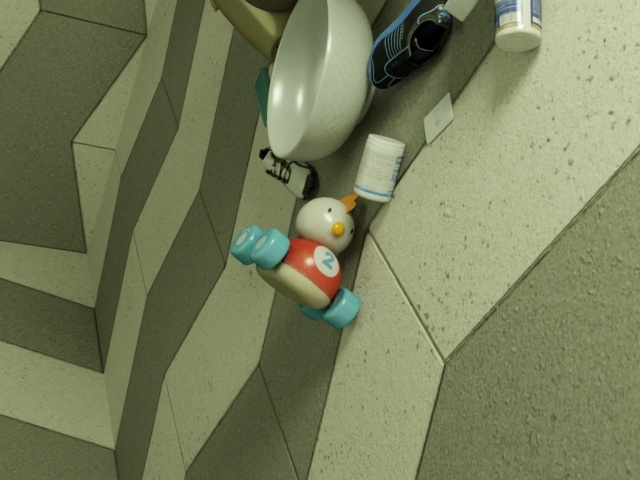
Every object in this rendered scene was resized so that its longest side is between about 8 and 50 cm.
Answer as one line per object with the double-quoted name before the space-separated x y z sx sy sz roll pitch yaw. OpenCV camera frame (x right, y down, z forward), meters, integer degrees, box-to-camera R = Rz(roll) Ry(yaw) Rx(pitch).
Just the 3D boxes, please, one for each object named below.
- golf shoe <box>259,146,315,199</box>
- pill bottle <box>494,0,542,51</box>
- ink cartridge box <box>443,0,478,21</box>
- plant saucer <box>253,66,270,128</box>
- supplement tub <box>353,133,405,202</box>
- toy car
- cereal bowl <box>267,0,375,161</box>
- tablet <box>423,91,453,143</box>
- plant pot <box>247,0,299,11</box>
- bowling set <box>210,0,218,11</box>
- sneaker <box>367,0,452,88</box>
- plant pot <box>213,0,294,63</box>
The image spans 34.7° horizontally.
"golf shoe" -0.077 -0.146 2.198 0.198 0.093 0.077 51 126 58
"pill bottle" 0.283 -0.338 1.472 0.067 0.067 0.120 151 125 -61
"ink cartridge box" 0.265 -0.456 1.502 0.208 0.045 0.206 -49 15 50
"plant saucer" -0.136 -0.350 2.510 0.192 0.018 0.067 -107 34 -47
"supplement tub" 0.103 -0.126 1.803 0.071 0.071 0.107 -136 59 -63
"toy car" 0.000 0.000 1.900 0.238 0.219 0.210 -54 21 -11
"cereal bowl" 0.015 -0.310 1.978 0.339 0.141 0.339 -169 90 -70
"tablet" 0.195 -0.202 1.701 0.083 0.006 0.054 133 140 -53
"plant pot" -0.097 -0.596 2.021 0.280 0.323 0.323 73 -160 -75
"bowling set" -0.162 -0.704 2.531 0.200 0.154 0.287 172 106 -66
"sneaker" 0.150 -0.327 1.759 0.232 0.081 0.090 126 150 -46
"plant pot" -0.101 -0.522 2.256 0.256 0.256 0.274 -55 50 45
